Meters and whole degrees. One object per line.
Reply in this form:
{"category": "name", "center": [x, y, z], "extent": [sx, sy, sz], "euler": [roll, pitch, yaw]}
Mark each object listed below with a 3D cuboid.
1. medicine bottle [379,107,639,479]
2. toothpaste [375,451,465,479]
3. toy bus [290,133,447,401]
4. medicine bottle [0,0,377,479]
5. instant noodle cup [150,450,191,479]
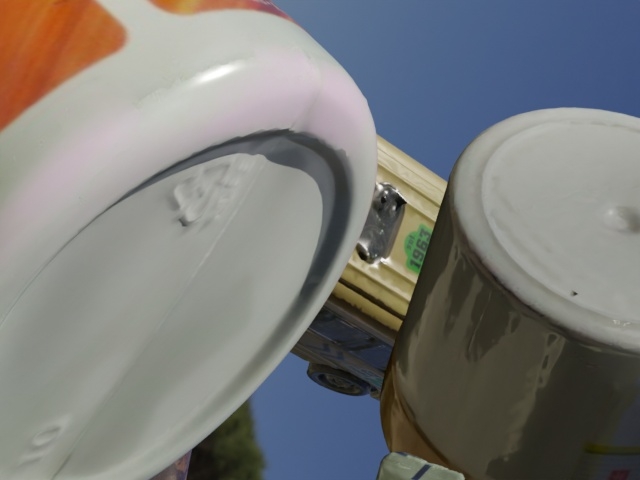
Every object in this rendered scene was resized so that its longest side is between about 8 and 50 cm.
{"category": "medicine bottle", "center": [0.178, 0.065, 1.105], "extent": [0.238, 0.238, 0.232], "euler": [-80, -177, -46]}
{"category": "toothpaste", "center": [0.019, 0.221, 0.768], "extent": [0.062, 0.039, 0.239], "euler": [10, -97, 54]}
{"category": "toy bus", "center": [0.000, 0.000, 1.305], "extent": [0.202, 0.365, 0.177], "euler": [-10, -125, 54]}
{"category": "medicine bottle", "center": [-0.139, -0.038, 0.681], "extent": [0.252, 0.241, 0.252], "euler": [-38, 154, -22]}
{"category": "instant noodle cup", "center": [-0.174, 0.124, 1.009], "extent": [0.217, 0.217, 0.207], "euler": [-87, -177, -59]}
